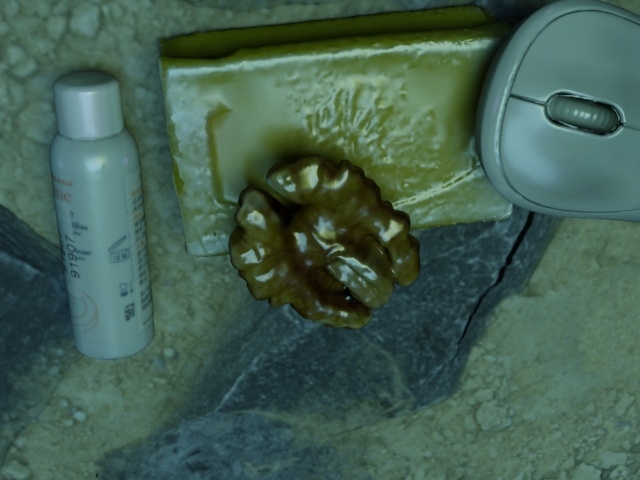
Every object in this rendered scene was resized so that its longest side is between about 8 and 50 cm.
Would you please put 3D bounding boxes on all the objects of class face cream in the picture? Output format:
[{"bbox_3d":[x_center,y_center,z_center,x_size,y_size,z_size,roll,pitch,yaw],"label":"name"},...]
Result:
[{"bbox_3d":[-0.202,-0.021,0.777,0.081,0.082,0.269,-3,116,-7],"label":"face cream"}]

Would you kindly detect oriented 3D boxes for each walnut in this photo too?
[{"bbox_3d":[0.000,0.000,0.727,0.143,0.069,0.170,-42,116,11],"label":"walnut"}]

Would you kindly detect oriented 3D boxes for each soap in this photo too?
[{"bbox_3d":[0.020,-0.098,0.768,0.314,0.091,0.199,-6,118,-5],"label":"soap"}]

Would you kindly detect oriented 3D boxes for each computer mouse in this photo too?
[{"bbox_3d":[0.272,-0.096,0.738,0.296,0.121,0.184,10,106,-39],"label":"computer mouse"}]
